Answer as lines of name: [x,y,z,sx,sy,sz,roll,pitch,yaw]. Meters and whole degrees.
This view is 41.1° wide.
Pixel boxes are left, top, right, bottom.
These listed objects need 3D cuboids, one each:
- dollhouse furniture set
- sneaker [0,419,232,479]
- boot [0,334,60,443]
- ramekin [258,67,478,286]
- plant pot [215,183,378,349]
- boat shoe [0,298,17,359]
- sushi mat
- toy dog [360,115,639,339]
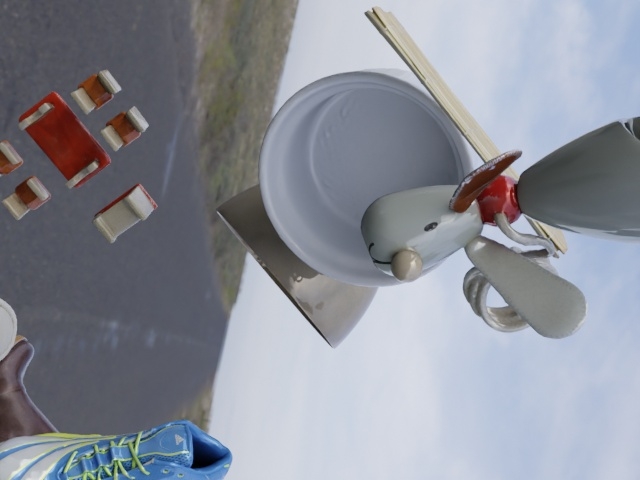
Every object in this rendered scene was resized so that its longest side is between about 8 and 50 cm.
dollhouse furniture set: [-0.401,-0.128,1.457,0.262,0.259,0.135,-35,-165,4]
sneaker: [-0.195,0.211,0.836,0.126,0.240,0.091,-53,-143,30]
boot: [-0.374,0.260,1.122,0.090,0.207,0.248,-57,-168,47]
ramekin: [0.071,-0.091,1.104,0.135,0.277,0.277,-48,156,-62]
plant pot: [0.000,0.000,1.323,0.191,0.284,0.284,-41,-177,-5]
boat shoe: [-0.454,0.095,0.819,0.335,0.095,0.112,-8,107,-58]
sushi mat: [0.158,-0.119,0.907,0.019,0.316,0.151,-38,-179,16]
toy dog: [0.201,-0.011,0.654,0.334,0.220,0.161,-36,-155,28]
